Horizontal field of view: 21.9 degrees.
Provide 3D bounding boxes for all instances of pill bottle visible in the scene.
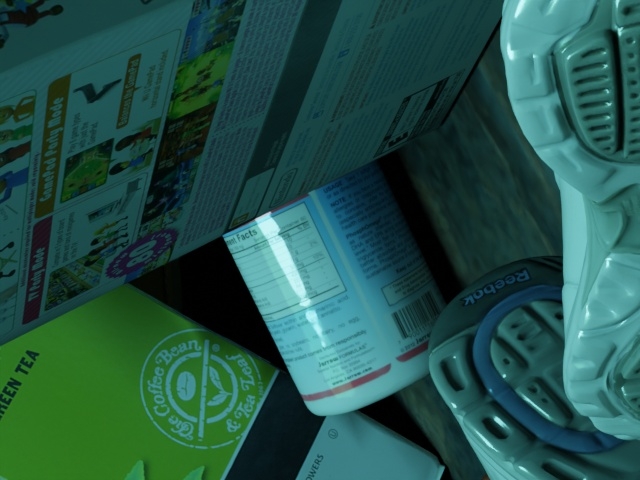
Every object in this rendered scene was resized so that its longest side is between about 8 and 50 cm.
[{"bbox_3d":[0.000,0.000,0.823,0.160,0.087,0.087,65,156,-3],"label":"pill bottle"}]

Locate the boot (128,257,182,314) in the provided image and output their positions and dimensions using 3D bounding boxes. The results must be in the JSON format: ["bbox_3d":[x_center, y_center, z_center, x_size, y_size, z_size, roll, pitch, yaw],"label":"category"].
[{"bbox_3d":[-0.224,-0.019,1.086,0.109,0.220,0.283,15,128,59],"label":"boot"}]

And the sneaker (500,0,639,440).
[{"bbox_3d":[0.108,-0.031,0.499,0.232,0.090,0.115,73,-166,-45],"label":"sneaker"}]

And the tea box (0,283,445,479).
[{"bbox_3d":[-0.152,0.184,1.002,0.323,0.220,0.329,29,154,-5],"label":"tea box"}]

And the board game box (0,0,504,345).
[{"bbox_3d":[-0.070,-0.069,0.625,0.097,0.303,0.224,56,155,16],"label":"board game box"}]

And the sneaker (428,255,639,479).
[{"bbox_3d":[0.159,0.136,0.658,0.297,0.111,0.129,53,170,29],"label":"sneaker"}]

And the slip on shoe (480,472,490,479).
[{"bbox_3d":[0.136,0.265,0.808,0.123,0.101,0.331,-2,115,62],"label":"slip on shoe"}]
